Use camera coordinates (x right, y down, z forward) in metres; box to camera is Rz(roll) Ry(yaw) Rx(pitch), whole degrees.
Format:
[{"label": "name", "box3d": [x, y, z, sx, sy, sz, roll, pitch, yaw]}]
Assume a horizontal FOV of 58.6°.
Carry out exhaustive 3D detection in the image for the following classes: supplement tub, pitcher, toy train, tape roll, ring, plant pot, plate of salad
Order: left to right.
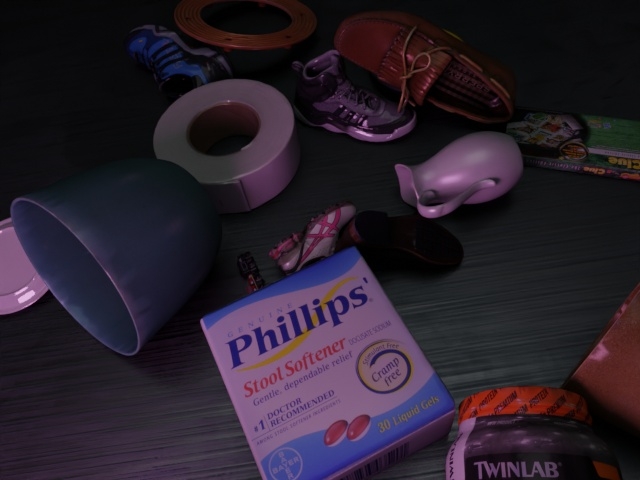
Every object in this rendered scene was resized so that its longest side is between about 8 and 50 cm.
[{"label": "plate of salad", "box3d": [-0.575, 0.046, 1.075, 0.200, 0.048, 0.199, -3, 67, 7]}, {"label": "plant pot", "box3d": [-0.307, 0.000, 0.939, 0.293, 0.293, 0.235, 29, 49, 24]}, {"label": "tape roll", "box3d": [-0.184, -0.193, 1.149, 0.286, 0.100, 0.286, -3, 56, 5]}, {"label": "ring", "box3d": [-0.177, -0.526, 1.366, 0.337, 0.032, 0.336, 4, 44, -4]}, {"label": "toy train", "box3d": [-0.111, 0.085, 0.999, 0.036, 0.027, 0.158, -26, 57, -6]}, {"label": "pitcher", "box3d": [0.254, -0.108, 1.009, 0.207, 0.125, 0.177, -17, 32, 1]}, {"label": "supplement tub", "box3d": [0.254, 0.358, 0.661, 0.207, 0.207, 0.337, -1, 57, 7]}, {"label": "plant pot", "box3d": [0.488, 0.183, 0.732, 0.254, 0.237, 0.237, 36, 68, 24]}]

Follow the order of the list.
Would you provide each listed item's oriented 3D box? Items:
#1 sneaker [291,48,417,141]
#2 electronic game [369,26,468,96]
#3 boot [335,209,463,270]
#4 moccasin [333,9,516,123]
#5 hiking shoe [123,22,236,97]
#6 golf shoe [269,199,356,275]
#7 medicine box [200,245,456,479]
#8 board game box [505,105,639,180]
[{"label": "sneaker", "box3d": [0.062, -0.293, 1.150, 0.269, 0.153, 0.101, 14, 60, 16]}, {"label": "electronic game", "box3d": [0.219, -0.401, 1.265, 0.229, 0.048, 0.229, -3, 56, 5]}, {"label": "boot", "box3d": [0.134, 0.008, 0.992, 0.219, 0.106, 0.082, 15, 64, -20]}, {"label": "moccasin", "box3d": [0.205, -0.324, 1.103, 0.380, 0.139, 0.147, 23, 47, -17]}, {"label": "hiking shoe", "box3d": [-0.347, -0.401, 1.300, 0.304, 0.113, 0.132, 23, 62, 21]}, {"label": "golf shoe", "box3d": [0.000, 0.000, 1.027, 0.186, 0.067, 0.086, -38, 89, -20]}, {"label": "medicine box", "box3d": [0.006, 0.199, 0.835, 0.264, 0.149, 0.289, -25, 58, -9]}, {"label": "board game box", "box3d": [0.491, -0.191, 1.102, 0.260, 0.030, 0.136, 12, 57, 15]}]
